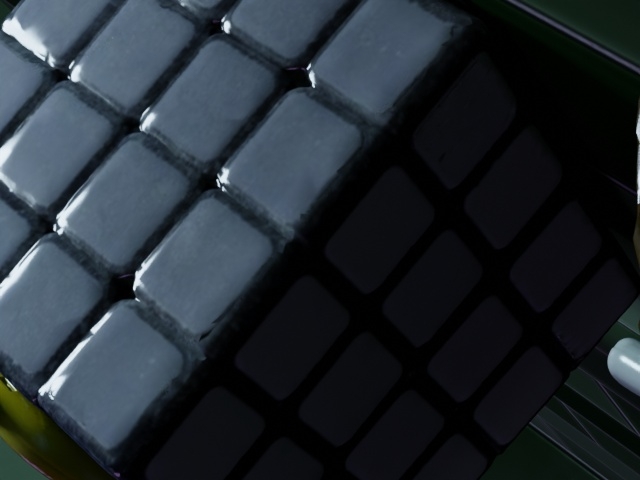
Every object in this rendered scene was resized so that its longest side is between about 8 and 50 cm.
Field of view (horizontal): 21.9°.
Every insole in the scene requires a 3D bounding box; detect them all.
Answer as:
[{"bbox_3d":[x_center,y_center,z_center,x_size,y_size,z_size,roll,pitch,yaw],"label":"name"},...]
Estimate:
[{"bbox_3d":[0.059,-0.152,0.972,0.135,0.002,0.045,38,175,16],"label":"insole"}]

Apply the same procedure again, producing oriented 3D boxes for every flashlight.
[{"bbox_3d":[0.327,0.143,1.461,0.093,0.047,0.200,42,174,-39],"label":"flashlight"}]

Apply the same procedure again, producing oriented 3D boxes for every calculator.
[{"bbox_3d":[-0.167,0.138,1.103,0.235,0.032,0.146,42,175,-41],"label":"calculator"}]

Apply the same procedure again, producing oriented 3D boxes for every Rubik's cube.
[{"bbox_3d":[-0.045,0.001,1.136,0.344,0.343,0.337,36,174,39],"label":"Rubik's cube"}]

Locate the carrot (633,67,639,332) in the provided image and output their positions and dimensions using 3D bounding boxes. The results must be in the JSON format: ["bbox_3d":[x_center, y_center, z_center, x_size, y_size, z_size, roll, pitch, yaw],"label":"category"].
[{"bbox_3d":[0.224,0.068,0.333,0.341,0.241,0.241,44,174,-34],"label":"carrot"}]
